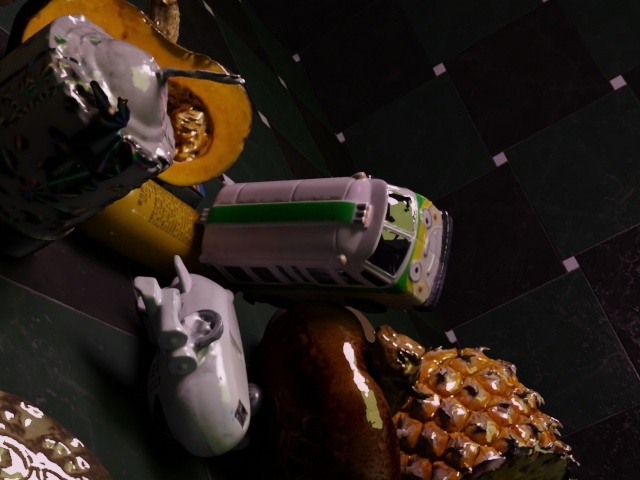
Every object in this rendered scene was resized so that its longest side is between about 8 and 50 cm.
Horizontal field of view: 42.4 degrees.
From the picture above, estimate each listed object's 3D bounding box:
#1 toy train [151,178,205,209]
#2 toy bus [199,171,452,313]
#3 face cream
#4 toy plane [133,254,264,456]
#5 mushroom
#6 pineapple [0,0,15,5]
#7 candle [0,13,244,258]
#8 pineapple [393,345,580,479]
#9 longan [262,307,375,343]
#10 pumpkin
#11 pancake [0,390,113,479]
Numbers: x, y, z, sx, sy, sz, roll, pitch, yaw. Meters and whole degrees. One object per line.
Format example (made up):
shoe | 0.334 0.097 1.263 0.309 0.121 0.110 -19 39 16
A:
toy train | -0.281 -0.198 1.378 0.089 0.086 0.409 40 21 -46
toy bus | 0.000 0.000 1.085 0.179 0.306 0.143 39 59 -49
face cream | -0.225 -0.018 1.100 0.349 0.105 0.105 39 21 -55
toy plane | -0.147 0.137 0.969 0.267 0.123 0.266 -21 90 -90
mushroom | 0.004 0.213 1.026 0.163 0.278 0.297 14 37 -37
pineapple | -0.482 -0.404 1.197 0.074 0.074 0.159 39 16 -53
candle | -0.238 -0.121 0.829 0.187 0.330 0.187 51 21 -29
pineapple | 0.238 0.362 1.425 0.352 0.352 0.300 47 6 -37
longan | 0.004 0.179 1.265 0.198 0.198 0.212 53 -23 -14
pumpkin | -0.264 -0.225 1.128 0.325 0.242 0.232 30 3 -29
pancake | -0.246 0.189 0.527 0.286 0.033 0.288 33 22 -26
